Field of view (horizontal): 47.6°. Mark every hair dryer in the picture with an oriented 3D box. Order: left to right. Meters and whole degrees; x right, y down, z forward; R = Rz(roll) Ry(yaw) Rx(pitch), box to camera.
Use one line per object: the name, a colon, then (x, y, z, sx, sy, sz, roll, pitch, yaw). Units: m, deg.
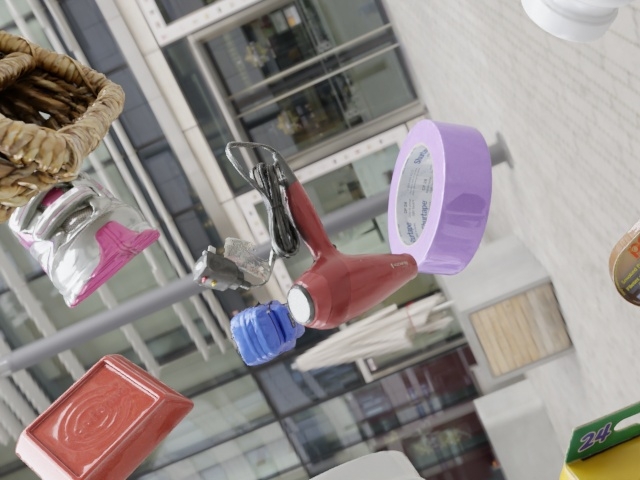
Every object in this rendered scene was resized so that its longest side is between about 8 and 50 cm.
hair dryer: (0.000, 0.000, 0.910, 0.293, 0.080, 0.224, 25, -118, -21)

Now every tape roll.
tape roll: (0.209, -0.077, 1.318, 0.275, 0.090, 0.275, -174, 90, -76)

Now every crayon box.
crayon box: (0.344, 0.296, 0.773, 0.083, 0.203, 0.323, -125, 25, -48)

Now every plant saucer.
plant saucer: (-0.398, 0.324, 1.301, 0.259, 0.258, 0.048, 19, 143, 41)

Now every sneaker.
sneaker: (-0.237, -0.013, 0.680, 0.111, 0.103, 0.252, 55, 155, -18)

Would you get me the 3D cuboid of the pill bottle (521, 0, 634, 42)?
pill bottle: (0.352, -0.378, 0.864, 0.265, 0.153, 0.153, 110, 145, -54)

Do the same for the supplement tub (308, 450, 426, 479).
supplement tub: (0.061, 0.325, 0.471, 0.316, 0.228, 0.228, 55, 179, 30)

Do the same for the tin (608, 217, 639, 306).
tin: (0.447, 0.001, 0.914, 0.106, 0.190, 0.040, 33, -159, -12)

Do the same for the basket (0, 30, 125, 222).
basket: (-0.285, -0.101, 0.473, 0.213, 0.223, 0.299, 55, -176, -20)

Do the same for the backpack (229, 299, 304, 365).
backpack: (-0.089, 0.145, 1.195, 0.098, 0.101, 0.120, 63, -162, 8)
